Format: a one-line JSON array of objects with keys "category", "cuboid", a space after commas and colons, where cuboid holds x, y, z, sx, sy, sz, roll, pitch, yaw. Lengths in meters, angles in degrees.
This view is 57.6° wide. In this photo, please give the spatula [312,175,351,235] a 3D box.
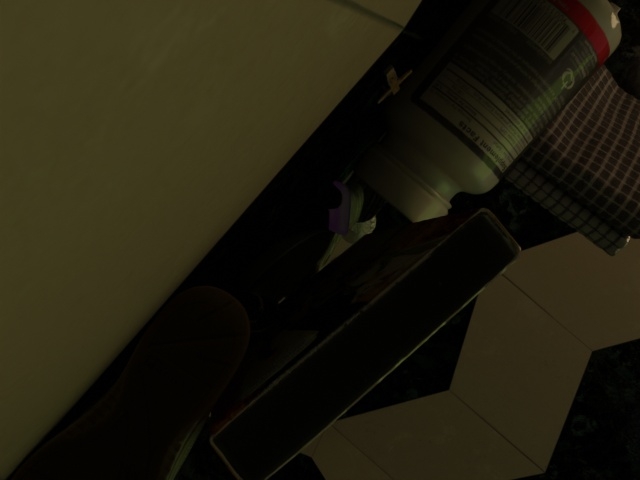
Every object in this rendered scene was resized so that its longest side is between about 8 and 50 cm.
[{"category": "spatula", "cuboid": [0.019, -0.058, 0.844, 0.296, 0.030, 0.084, 27, 68, -82]}]

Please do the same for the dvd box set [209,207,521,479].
[{"category": "dvd box set", "cuboid": [0.010, 0.092, 0.681, 0.307, 0.062, 0.420, -39, -176, -8]}]

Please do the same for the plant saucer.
[{"category": "plant saucer", "cuboid": [-0.067, 0.044, 0.783, 0.195, 0.037, 0.195, -41, 166, -12]}]

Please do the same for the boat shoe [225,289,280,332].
[{"category": "boat shoe", "cuboid": [-0.088, 0.077, 0.667, 0.125, 0.046, 0.038, 8, 134, -47]}]

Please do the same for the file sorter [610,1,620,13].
[{"category": "file sorter", "cuboid": [0.297, -0.284, 0.957, 0.278, 0.173, 0.193, -50, 177, -5]}]

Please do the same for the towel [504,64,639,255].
[{"category": "towel", "cuboid": [0.443, -0.148, 0.928, 0.284, 0.235, 0.121, -48, 170, -32]}]

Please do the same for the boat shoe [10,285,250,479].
[{"category": "boat shoe", "cuboid": [-0.164, 0.173, 0.505, 0.302, 0.109, 0.098, -55, 177, -10]}]

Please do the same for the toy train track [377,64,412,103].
[{"category": "toy train track", "cuboid": [0.070, -0.165, 0.593, 0.048, 0.014, 0.083, -43, 173, 9]}]

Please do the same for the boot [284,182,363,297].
[{"category": "boot", "cuboid": [0.000, 0.000, 1.068, 0.213, 0.077, 0.165, -60, 172, 34]}]

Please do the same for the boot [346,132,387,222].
[{"category": "boot", "cuboid": [0.176, -0.190, 1.222, 0.338, 0.118, 0.223, -39, -175, 23]}]

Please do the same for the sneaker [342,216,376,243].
[{"category": "sneaker", "cuboid": [0.096, -0.074, 1.564, 0.118, 0.110, 0.292, -39, 165, -30]}]

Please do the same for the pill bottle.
[{"category": "pill bottle", "cuboid": [0.189, -0.170, 0.718, 0.319, 0.176, 0.176, -50, 178, 10]}]
